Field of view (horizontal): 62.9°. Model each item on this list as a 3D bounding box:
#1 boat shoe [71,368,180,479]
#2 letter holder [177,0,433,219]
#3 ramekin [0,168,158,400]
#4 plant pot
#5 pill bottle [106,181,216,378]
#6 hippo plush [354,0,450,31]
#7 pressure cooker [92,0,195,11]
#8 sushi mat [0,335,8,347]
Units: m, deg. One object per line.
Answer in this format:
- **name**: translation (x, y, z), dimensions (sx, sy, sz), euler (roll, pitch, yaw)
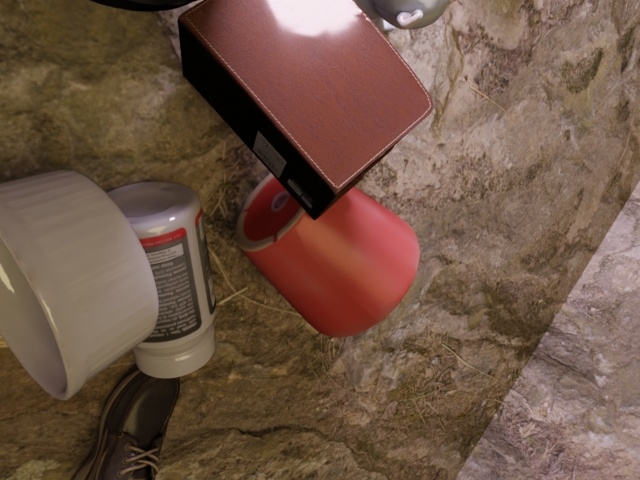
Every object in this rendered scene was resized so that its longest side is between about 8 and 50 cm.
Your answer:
- **boat shoe**: translation (-0.339, 0.394, 0.951), dimensions (0.132, 0.130, 0.356), euler (18, 101, -44)
- **letter holder**: translation (-0.019, -0.221, 0.750), dimensions (0.214, 0.152, 0.302), euler (-42, 90, -16)
- **ramekin**: translation (-0.329, 0.045, 0.658), dimensions (0.135, 0.277, 0.277), euler (-32, 131, -41)
- **plant pot**: translation (0.000, 0.000, 0.938), dimensions (0.243, 0.275, 0.275), euler (41, 85, -33)
- **pill bottle**: translation (-0.251, 0.066, 0.821), dimensions (0.161, 0.161, 0.283), euler (-21, 125, -30)
- **hippo plush**: translation (0.065, -0.372, 0.785), dimensions (0.234, 0.236, 0.294), euler (-43, 133, -13)
- **pressure cooker**: translation (-0.163, -0.423, 0.459), dimensions (0.369, 0.420, 0.376), euler (24, 67, -34)
- **sushi mat**: translation (-0.483, 0.091, 0.743), dimensions (0.316, 0.019, 0.152), euler (4, 109, -41)
